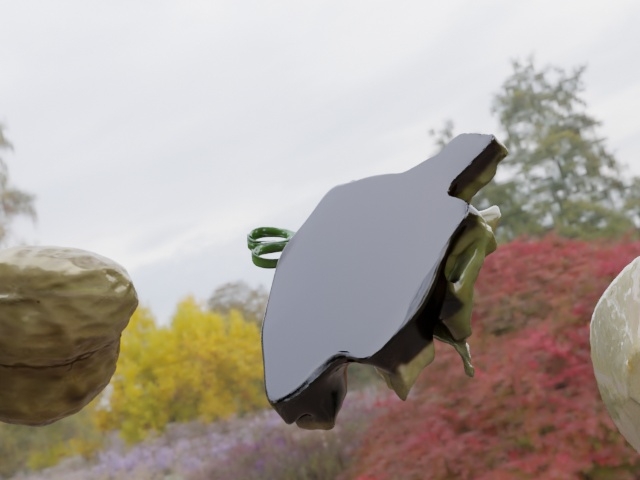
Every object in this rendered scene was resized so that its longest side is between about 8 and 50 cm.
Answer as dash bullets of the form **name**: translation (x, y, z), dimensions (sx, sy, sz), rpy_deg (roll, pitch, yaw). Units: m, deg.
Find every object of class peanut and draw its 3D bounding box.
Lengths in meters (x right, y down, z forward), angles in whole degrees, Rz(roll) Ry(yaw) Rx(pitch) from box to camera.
- **peanut**: translation (-0.302, 0.104, 1.200), dimensions (0.197, 0.110, 0.233), rpy_deg (1, -46, -21)

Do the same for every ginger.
- **ginger**: translation (0.119, 0.060, 1.338), dimensions (0.211, 0.413, 0.358), rpy_deg (39, -44, -25)

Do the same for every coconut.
- **coconut**: translation (0.493, 0.150, 1.333), dimensions (0.353, 0.352, 0.352), rpy_deg (-15, -8, -2)

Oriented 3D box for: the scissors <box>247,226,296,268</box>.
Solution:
- **scissors**: translation (0.000, 0.000, 1.574), dimensions (0.204, 0.027, 0.101), rpy_deg (-7, 30, -10)
